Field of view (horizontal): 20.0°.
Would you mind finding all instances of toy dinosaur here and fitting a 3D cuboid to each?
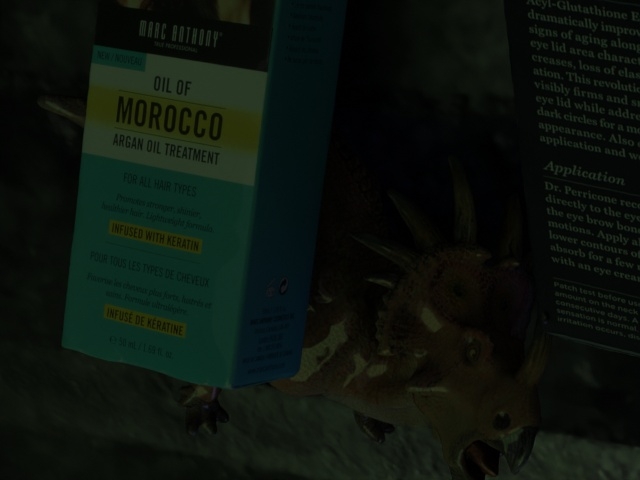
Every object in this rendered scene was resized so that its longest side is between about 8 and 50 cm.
[{"bbox_3d":[0.000,0.000,0.902,0.295,0.127,0.200,51,132,8],"label":"toy dinosaur"}]

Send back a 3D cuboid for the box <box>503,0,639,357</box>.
[{"bbox_3d":[0.152,-0.074,0.686,0.108,0.153,0.207,13,132,29],"label":"box"}]

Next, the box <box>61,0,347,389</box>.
[{"bbox_3d":[-0.050,-0.062,0.828,0.101,0.060,0.244,11,99,30],"label":"box"}]
